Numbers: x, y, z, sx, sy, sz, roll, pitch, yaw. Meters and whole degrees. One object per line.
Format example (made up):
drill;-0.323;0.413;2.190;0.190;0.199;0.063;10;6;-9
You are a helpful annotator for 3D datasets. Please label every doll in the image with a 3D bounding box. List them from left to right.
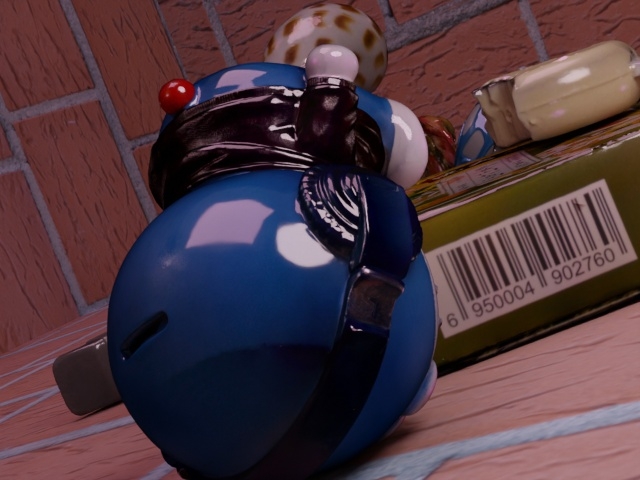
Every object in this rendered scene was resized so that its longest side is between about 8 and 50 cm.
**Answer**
doll;-0.034;0.029;1.031;0.240;0.310;0.284;16;-40;-31

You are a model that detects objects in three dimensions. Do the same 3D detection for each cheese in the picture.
cheese;0.273;-0.156;1.385;0.248;0.071;0.163;-19;5;7

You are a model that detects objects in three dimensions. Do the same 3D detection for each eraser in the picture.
eraser;-0.186;0.124;1.881;0.352;0.089;0.061;-26;8;-38

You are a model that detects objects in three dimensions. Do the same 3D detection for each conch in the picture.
conch;0.007;-0.264;2.091;0.182;0.149;0.275;-32;-9;34

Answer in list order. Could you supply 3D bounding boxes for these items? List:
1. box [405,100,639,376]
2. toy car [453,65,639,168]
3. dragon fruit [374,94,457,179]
box;0.176;-0.005;1.355;0.372;0.138;0.420;-21;5;6
toy car;0.305;-0.157;1.985;0.314;0.166;0.198;-23;-39;-15
dragon fruit;0.090;-0.084;2.060;0.291;0.269;0.250;-29;17;-37
